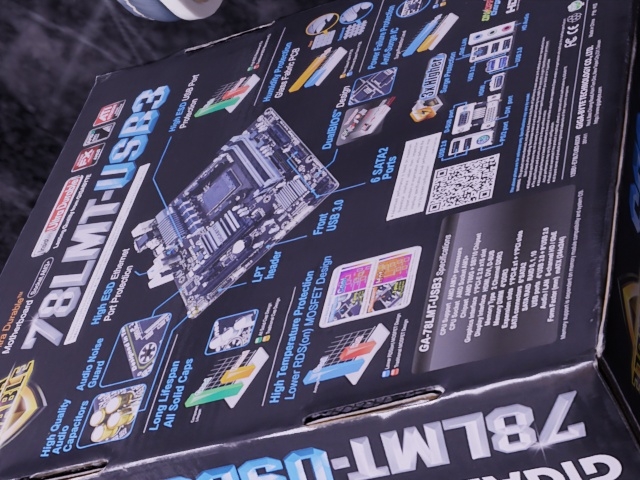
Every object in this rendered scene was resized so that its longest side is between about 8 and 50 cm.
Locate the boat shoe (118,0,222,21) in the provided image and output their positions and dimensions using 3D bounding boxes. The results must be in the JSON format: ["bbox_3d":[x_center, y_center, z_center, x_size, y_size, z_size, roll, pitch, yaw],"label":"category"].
[{"bbox_3d":[-0.131,-0.188,0.680,0.079,0.095,0.254,-22,122,28],"label":"boat shoe"}]

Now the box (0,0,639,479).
[{"bbox_3d":[0.000,0.000,0.685,0.293,0.295,0.073,-16,124,26],"label":"box"}]
